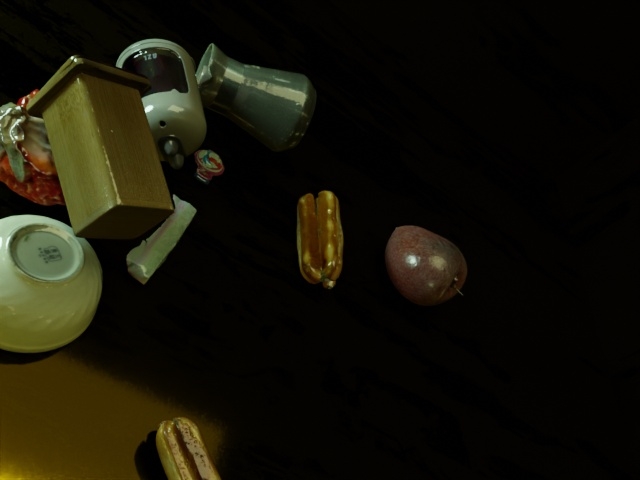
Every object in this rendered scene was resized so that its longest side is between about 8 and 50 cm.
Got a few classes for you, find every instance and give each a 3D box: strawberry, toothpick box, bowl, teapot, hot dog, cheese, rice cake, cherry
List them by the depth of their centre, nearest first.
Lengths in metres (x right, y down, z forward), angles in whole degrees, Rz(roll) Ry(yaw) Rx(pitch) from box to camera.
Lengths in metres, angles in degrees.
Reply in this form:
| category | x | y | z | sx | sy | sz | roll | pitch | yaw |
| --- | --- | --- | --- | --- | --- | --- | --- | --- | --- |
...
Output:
| category | x | y | z | sx | sy | sz | roll | pitch | yaw |
| --- | --- | --- | --- | --- | --- | --- | --- | --- | --- |
| hot dog | -0.237 | 0.448 | 1.117 | 0.100 | 0.068 | 0.249 | 1 | 57 | -59 |
| bowl | -0.537 | 0.059 | 1.129 | 0.277 | 0.145 | 0.276 | 24 | 43 | -24 |
| toothpick box | -0.427 | -0.171 | 1.198 | 0.188 | 0.190 | 0.307 | 4 | 61 | -58 |
| strawberry | -0.563 | -0.175 | 1.326 | 0.336 | 0.149 | 0.265 | 12 | 50 | -51 |
| rice cake | -0.376 | -0.008 | 1.418 | 0.081 | 0.051 | 0.290 | 44 | 34 | -18 |
| toothpick box | -0.412 | -0.340 | 1.576 | 0.229 | 0.229 | 0.316 | 8 | 53 | -40 |
| cheese | -0.315 | -0.207 | 1.670 | 0.095 | 0.038 | 0.145 | 32 | 38 | -18 |
| hot dog | 0.000 | 0.000 | 1.728 | 0.135 | 0.100 | 0.337 | -9 | 53 | 5 |
| teapot | -0.214 | -0.445 | 1.846 | 0.344 | 0.253 | 0.300 | 21 | 10 | -23 |
| cherry | 0.325 | 0.078 | 1.885 | 0.307 | 0.221 | 0.261 | 48 | 26 | 25 |
